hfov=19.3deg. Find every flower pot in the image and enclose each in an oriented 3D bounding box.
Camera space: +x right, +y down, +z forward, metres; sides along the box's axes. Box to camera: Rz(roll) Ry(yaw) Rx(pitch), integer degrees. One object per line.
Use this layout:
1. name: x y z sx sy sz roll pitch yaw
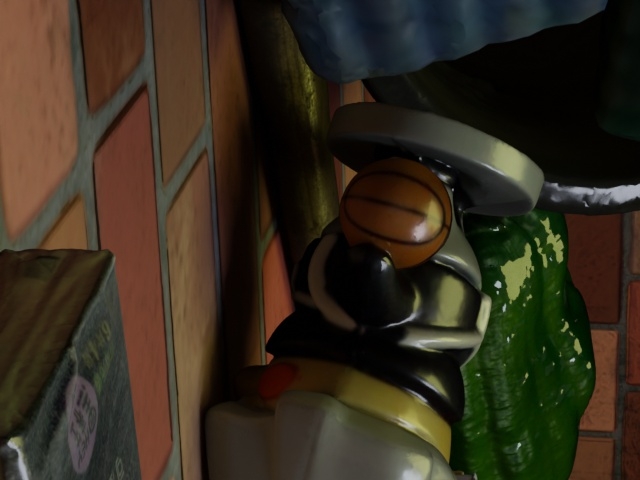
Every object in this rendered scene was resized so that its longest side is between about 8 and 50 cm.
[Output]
1. flower pot: 0.150 -0.216 1.302 0.251 0.379 0.379 -146 -124 -76

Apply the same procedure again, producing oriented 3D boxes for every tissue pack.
1. tissue pack: -0.086 0.094 0.581 0.112 0.051 0.156 -73 162 -61

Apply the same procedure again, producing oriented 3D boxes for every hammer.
1. hammer: 0.000 0.000 1.113 0.440 0.044 0.168 81 15 -51

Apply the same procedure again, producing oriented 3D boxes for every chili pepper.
1. chili pepper: 0.148 0.096 1.609 0.213 0.167 0.385 -90 172 -49

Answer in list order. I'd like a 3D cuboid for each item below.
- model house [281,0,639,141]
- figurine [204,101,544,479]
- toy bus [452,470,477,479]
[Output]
1. model house: 0.146 -0.214 0.805 0.400 0.445 0.395 -41 146 -20
2. figurine: 0.026 0.056 0.958 0.176 0.133 0.236 52 55 -72
3. toy bus: 0.095 0.300 1.585 0.302 0.113 0.139 78 13 -52
